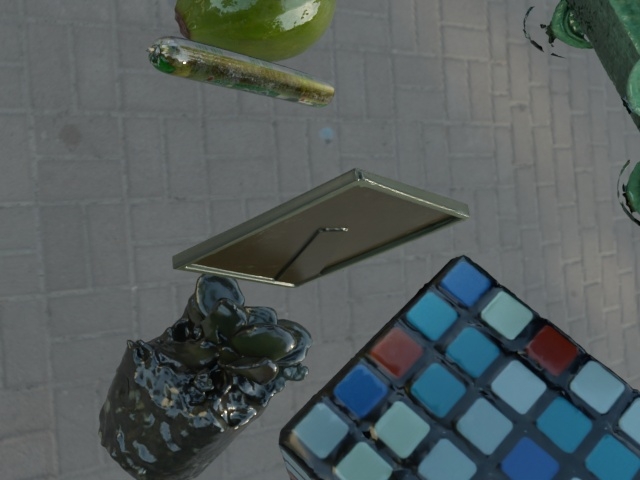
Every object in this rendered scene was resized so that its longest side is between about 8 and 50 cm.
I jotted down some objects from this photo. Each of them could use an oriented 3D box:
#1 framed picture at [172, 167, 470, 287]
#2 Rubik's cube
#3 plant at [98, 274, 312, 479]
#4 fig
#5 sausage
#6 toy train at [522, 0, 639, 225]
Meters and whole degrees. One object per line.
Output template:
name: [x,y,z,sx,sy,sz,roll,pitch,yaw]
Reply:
framed picture: [0.000,0.000,0.734,0.189,0.260,0.023,11,64,-46]
Rubik's cube: [0.098,0.157,0.507,0.182,0.184,0.187,40,66,20]
plant: [-0.160,0.184,0.957,0.199,0.188,0.276,42,102,13]
fig: [-0.130,-0.468,1.336,0.316,0.316,0.316,1,88,-32]
sausage: [-0.059,-0.150,0.654,0.269,0.032,0.033,-4,91,-58]
toy train: [0.242,-0.135,0.435,0.126,0.189,0.308,67,11,-56]
